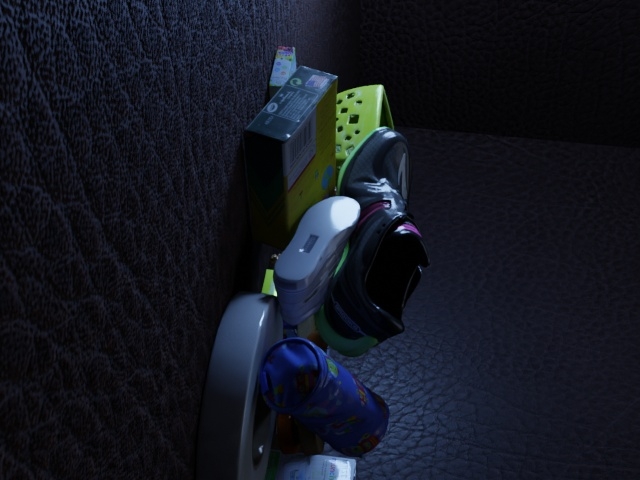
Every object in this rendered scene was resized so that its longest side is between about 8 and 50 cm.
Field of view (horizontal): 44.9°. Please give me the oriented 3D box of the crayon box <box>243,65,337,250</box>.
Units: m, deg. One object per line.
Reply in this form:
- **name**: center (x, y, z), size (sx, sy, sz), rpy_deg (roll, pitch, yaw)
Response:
- **crayon box**: center (-0.048, -0.124, 1.394), size (0.202, 0.081, 0.318), rpy_deg (-57, 158, -38)

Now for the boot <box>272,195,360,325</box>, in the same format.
- **boot**: center (-0.007, 0.035, 1.394), size (0.258, 0.095, 0.123), rpy_deg (-50, 152, -40)

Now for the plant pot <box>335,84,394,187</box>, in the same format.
- **plant pot**: center (0.066, -0.245, 1.976), size (0.228, 0.207, 0.227), rpy_deg (64, 32, -64)

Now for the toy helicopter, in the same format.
- **toy helicopter**: center (-0.030, 0.233, 1.497), size (0.235, 0.140, 0.354), rpy_deg (67, 17, -63)

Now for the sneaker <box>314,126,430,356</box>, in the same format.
- **sneaker**: center (0.132, -0.007, 1.490), size (0.185, 0.202, 0.482), rpy_deg (30, 58, -36)

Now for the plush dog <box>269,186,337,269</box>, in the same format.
- **plush dog**: center (0.000, 0.000, 1.735), size (0.262, 0.211, 0.225), rpy_deg (114, -13, -49)

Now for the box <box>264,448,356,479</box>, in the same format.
- **box**: center (-0.037, 0.638, 1.872), size (0.126, 0.231, 0.261), rpy_deg (-78, 173, -51)

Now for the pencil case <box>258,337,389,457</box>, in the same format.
- **pencil case**: center (0.008, 0.268, 1.291), size (0.306, 0.133, 0.119), rpy_deg (48, 20, -51)

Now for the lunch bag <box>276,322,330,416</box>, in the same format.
- **lunch bag**: center (-0.058, 0.317, 1.947), size (0.293, 0.138, 0.220), rpy_deg (130, -35, -83)

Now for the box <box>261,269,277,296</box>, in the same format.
- **box**: center (-0.106, 0.160, 1.596), size (0.109, 0.043, 0.178), rpy_deg (90, 7, -46)

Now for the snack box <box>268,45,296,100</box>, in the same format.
- **snack box**: center (-0.069, -0.287, 1.490), size (0.141, 0.037, 0.100), rpy_deg (86, 10, -60)

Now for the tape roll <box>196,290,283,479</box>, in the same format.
- **tape roll**: center (-0.129, 0.282, 1.327), size (0.392, 0.072, 0.391), rpy_deg (7, 90, -84)

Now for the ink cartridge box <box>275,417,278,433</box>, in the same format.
- **ink cartridge box**: center (-0.010, 0.466, 2.107), size (0.148, 0.203, 0.085), rpy_deg (-72, 167, -68)
